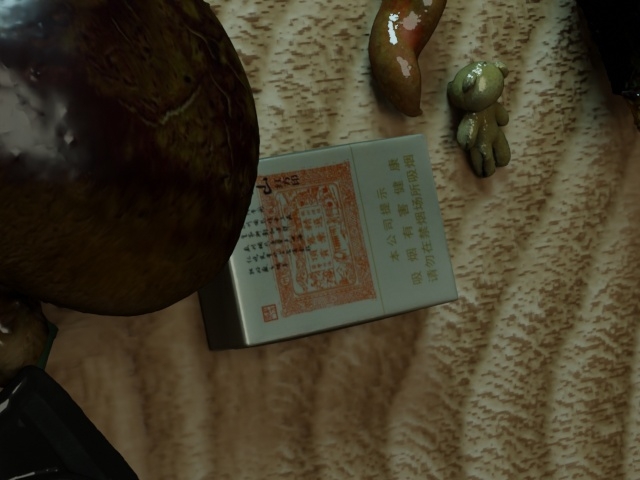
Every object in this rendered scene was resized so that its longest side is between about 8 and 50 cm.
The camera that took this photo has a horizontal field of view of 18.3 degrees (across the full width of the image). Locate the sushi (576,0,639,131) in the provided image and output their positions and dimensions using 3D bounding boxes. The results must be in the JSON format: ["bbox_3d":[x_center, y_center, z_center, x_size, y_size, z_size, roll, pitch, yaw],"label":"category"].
[{"bbox_3d":[0.375,-0.237,1.693,0.348,0.234,0.207,-23,99,-9],"label":"sushi"}]

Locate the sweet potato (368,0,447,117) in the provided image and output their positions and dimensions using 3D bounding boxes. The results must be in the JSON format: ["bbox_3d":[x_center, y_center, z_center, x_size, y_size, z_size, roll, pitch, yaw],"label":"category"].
[{"bbox_3d":[0.073,-0.200,1.595,0.055,0.058,0.202,19,71,-50],"label":"sweet potato"}]

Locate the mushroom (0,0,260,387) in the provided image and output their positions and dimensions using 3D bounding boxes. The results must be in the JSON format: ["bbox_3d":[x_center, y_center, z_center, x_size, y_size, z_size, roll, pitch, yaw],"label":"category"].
[{"bbox_3d":[-0.178,-0.101,1.309,0.239,0.345,0.345,-13,90,10],"label":"mushroom"}]

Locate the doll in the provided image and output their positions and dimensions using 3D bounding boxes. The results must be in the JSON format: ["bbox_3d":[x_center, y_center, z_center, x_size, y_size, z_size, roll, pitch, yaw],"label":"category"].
[{"bbox_3d":[0.134,-0.099,1.622,0.061,0.051,0.093,-33,102,-38],"label":"doll"}]

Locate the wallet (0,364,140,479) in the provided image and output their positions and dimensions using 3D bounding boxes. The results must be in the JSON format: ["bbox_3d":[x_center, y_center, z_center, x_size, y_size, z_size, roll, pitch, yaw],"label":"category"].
[{"bbox_3d":[-0.177,0.263,1.302,0.247,0.041,0.323,-45,124,-20],"label":"wallet"}]

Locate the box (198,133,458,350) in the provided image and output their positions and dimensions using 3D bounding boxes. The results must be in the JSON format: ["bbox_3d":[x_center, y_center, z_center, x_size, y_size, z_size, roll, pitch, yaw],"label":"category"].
[{"bbox_3d":[0.000,0.000,1.519,0.201,0.058,0.141,-9,88,-32],"label":"box"}]

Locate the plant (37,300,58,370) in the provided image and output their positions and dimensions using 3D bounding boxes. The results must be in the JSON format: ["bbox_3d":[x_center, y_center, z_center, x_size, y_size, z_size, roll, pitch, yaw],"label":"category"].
[{"bbox_3d":[-0.207,0.049,1.389,0.051,0.051,0.102,16,70,-29],"label":"plant"}]
